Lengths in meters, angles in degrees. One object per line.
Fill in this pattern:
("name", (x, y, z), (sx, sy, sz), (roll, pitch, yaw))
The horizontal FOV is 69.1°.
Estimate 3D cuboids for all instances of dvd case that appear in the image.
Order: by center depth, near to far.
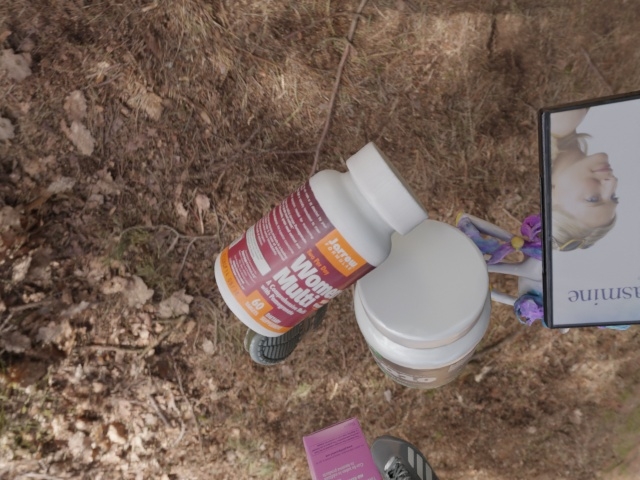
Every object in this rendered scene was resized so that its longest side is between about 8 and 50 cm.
("dvd case", (0.320, -0.023, 0.468), (0.180, 0.022, 0.253), (-7, 114, 15))

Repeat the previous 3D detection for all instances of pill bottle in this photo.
("pill bottle", (0.000, 0.000, 0.514), (0.221, 0.121, 0.121), (-38, 123, 15))
("pill bottle", (0.164, 0.119, 0.764), (0.204, 0.204, 0.361), (-27, 152, -1))

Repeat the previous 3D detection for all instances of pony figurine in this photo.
("pony figurine", (0.450, 0.049, 0.941), (0.303, 0.363, 0.351), (-60, 142, -18))

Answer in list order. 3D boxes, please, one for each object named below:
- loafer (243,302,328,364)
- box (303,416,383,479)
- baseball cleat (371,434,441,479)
("loafer", (-0.073, 0.156, 0.886), (0.087, 0.251, 0.094), (18, 106, 23))
("box", (0.064, 0.514, 0.899), (0.117, 0.243, 0.214), (-17, 137, -12))
("baseball cleat", (0.137, 0.361, 0.685), (0.109, 0.206, 0.072), (30, 89, -46))
